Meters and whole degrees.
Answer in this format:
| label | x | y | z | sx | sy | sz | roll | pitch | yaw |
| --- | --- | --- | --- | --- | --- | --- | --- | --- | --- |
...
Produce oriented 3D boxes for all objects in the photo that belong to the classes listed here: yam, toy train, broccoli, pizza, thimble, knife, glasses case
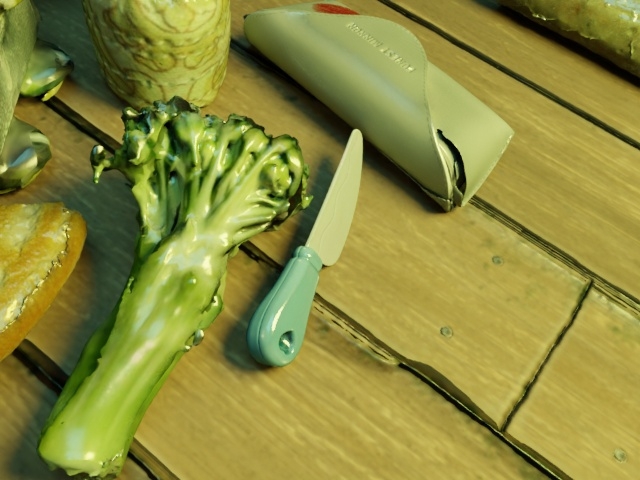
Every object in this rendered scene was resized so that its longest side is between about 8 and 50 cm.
| label | x | y | z | sx | sy | sz | roll | pitch | yaw |
| --- | --- | --- | --- | --- | --- | --- | --- | --- | --- |
| yam | 0.335 | -0.265 | 0.743 | 0.259 | 0.093 | 0.093 | 35 | 60 | 15 |
| toy train | -0.336 | -0.149 | 0.565 | 0.177 | 0.134 | 0.261 | -3 | 57 | 1 |
| broccoli | -0.121 | 0.033 | 0.490 | 0.164 | 0.145 | 0.304 | 23 | 68 | -4 |
| pizza | -0.298 | 0.028 | 0.499 | 0.198 | 0.062 | 0.188 | 20 | 52 | 14 |
| thimble | -0.165 | -0.233 | 0.628 | 0.137 | 0.143 | 0.190 | -18 | 61 | -17 |
| knife | 0.001 | 0.002 | 0.557 | 0.032 | 0.058 | 0.244 | -3 | 48 | 37 |
| glasses case | 0.061 | -0.169 | 0.651 | 0.308 | 0.083 | 0.128 | 42 | 63 | 18 |
